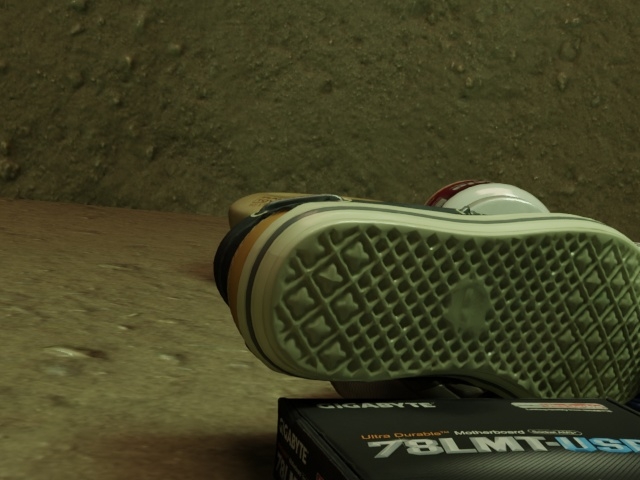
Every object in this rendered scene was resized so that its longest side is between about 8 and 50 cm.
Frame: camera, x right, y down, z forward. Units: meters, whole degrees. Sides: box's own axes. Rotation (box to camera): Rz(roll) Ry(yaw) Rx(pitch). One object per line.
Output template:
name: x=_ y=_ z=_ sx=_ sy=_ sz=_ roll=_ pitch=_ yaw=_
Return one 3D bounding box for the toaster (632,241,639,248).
toaster: x=0.498 y=0.077 z=1.384 sx=0.227 sy=0.146 sz=0.129 roll=9 pitch=6 yaw=29

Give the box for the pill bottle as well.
pill bottle: x=0.281 y=0.010 z=1.441 sx=0.224 sy=0.224 sz=0.392 roll=6 pitch=6 yaw=1

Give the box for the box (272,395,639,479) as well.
box: x=0.145 y=0.170 z=0.534 sx=0.296 sy=0.073 sz=0.293 roll=5 pitch=7 yaw=-17

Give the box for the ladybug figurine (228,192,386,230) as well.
ladybug figurine: x=0.000 y=0.000 z=1.586 sx=0.305 sy=0.161 sz=0.449 roll=10 pitch=7 yaw=33

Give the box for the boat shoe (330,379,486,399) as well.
boat shoe: x=0.147 y=0.104 z=0.903 sx=0.324 sy=0.123 sz=0.116 roll=-12 pitch=-7 yaw=-23

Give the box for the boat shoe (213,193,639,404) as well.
boat shoe: x=0.131 y=0.053 z=0.758 sx=0.500 sy=0.186 sz=0.156 roll=9 pitch=5 yaw=-33

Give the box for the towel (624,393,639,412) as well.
towel: x=0.327 y=0.156 z=1.051 sx=0.243 sy=0.040 sz=0.336 roll=6 pitch=4 yaw=26
